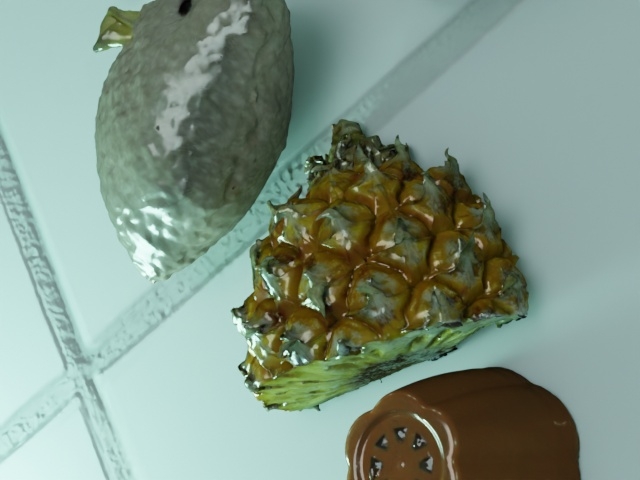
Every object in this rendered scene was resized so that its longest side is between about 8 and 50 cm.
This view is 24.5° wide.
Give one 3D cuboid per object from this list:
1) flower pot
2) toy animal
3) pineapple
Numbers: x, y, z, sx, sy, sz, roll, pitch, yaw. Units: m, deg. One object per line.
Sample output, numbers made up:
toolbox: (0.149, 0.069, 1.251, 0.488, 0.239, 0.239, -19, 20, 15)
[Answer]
flower pot: (0.121, 0.205, 1.353, 0.190, 0.173, 0.191, -7, 78, 35)
toy animal: (-0.143, -0.130, 1.602, 0.226, 0.188, 0.358, 32, 104, 48)
pineapple: (-0.001, -0.003, 1.455, 0.344, 0.209, 0.286, -27, 67, 34)
